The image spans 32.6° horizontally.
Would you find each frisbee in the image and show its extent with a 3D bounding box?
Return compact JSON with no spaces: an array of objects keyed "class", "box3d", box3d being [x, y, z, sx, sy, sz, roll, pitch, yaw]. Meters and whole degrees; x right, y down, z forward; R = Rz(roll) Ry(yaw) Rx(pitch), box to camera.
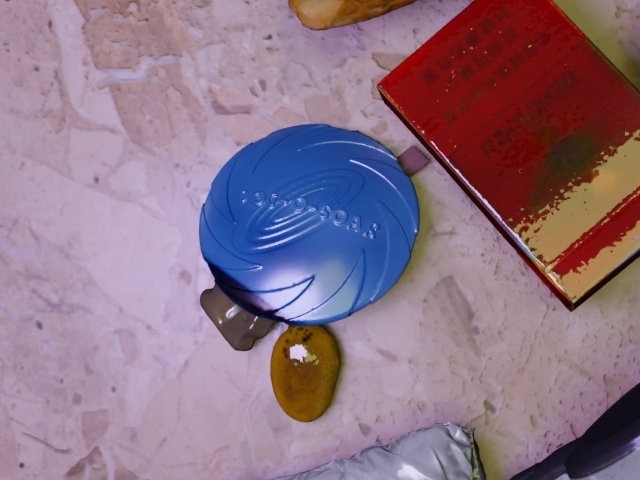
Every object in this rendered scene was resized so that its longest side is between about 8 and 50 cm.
[{"class":"frisbee","box3d":[-0.015,-0.026,1.172,0.242,0.045,0.242,-4,64,7]}]

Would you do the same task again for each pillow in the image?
[{"class":"pillow","box3d":[0.058,0.352,1.158,0.309,0.138,0.283,-22,87,8]}]

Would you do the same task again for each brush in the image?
[{"class":"brush","box3d":[0.000,0.000,1.207,0.301,0.071,0.084,-40,83,-2]}]

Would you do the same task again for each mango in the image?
[{"class":"mango","box3d":[-0.017,0.146,1.210,0.078,0.057,0.114,-1,98,1]}]

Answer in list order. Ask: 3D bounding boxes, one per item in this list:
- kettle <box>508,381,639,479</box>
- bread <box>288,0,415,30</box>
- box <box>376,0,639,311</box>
[{"class":"kettle","box3d":[0.405,0.331,1.103,0.361,0.250,0.377,-42,83,32]},{"class":"bread","box3d":[0.099,-0.353,1.136,0.344,0.149,0.195,-19,47,4]},{"class":"box","box3d":[0.235,-0.107,1.150,0.197,0.089,0.313,-40,76,3]}]
